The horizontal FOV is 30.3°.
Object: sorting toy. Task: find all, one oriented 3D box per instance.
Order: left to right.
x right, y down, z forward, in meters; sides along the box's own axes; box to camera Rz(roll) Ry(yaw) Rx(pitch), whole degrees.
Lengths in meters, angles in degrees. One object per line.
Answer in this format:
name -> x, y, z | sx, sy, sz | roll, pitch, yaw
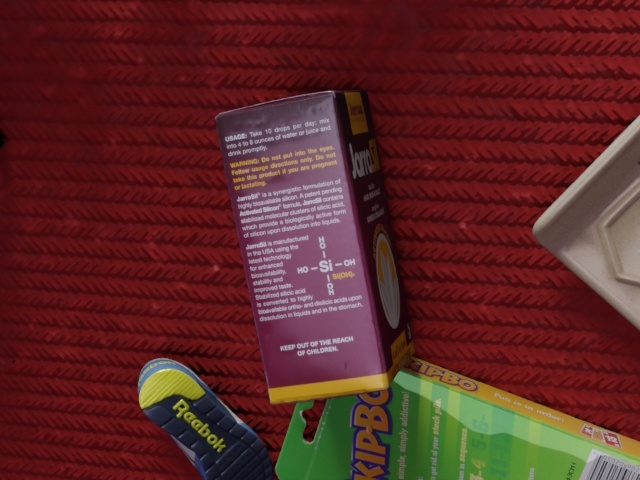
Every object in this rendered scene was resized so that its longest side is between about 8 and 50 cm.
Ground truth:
sorting toy -> 0.273, -0.009, 0.757 | 0.208, 0.038, 0.193 | 39, 112, -6

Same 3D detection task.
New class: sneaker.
sneaker -> -0.086, 0.141, 0.887 | 0.053, 0.059, 0.144 | -38, 114, -9

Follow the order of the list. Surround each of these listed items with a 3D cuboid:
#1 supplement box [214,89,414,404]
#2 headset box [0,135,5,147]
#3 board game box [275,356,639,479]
supplement box -> 0.000, 0.000, 0.772 | 0.080, 0.104, 0.188 | -9, 95, 15
headset box -> -0.412, -0.129, 0.831 | 0.246, 0.131, 0.283 | -24, 101, 20
board game box -> 0.104, 0.163, 0.853 | 0.259, 0.039, 0.124 | 19, 110, 5
